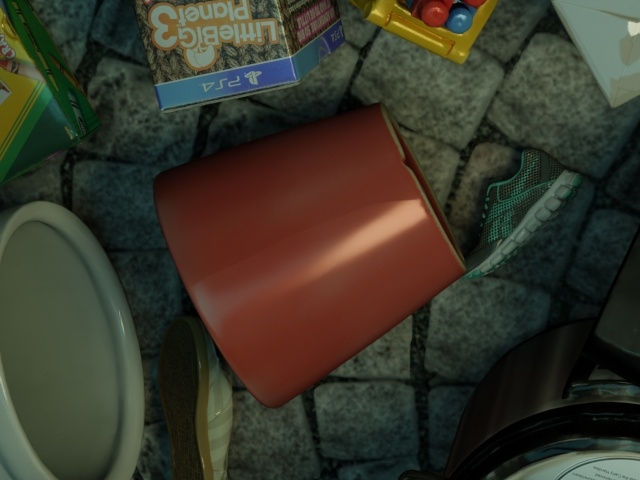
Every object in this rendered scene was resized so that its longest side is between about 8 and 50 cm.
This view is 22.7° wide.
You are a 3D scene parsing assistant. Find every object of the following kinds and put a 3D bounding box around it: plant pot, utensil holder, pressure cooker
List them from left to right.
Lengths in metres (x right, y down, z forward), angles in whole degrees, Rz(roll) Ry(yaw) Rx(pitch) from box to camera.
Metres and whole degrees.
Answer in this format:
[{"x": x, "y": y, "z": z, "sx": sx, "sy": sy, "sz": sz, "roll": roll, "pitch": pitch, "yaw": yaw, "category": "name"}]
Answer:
[{"x": -0.432, "y": 0.157, "z": 1.707, "sx": 0.385, "sy": 0.327, "sz": 0.328, "roll": -13, "pitch": 103, "yaw": 16, "category": "utensil holder"}, {"x": 0.000, "y": 0.000, "z": 1.614, "sx": 0.243, "sy": 0.275, "sz": 0.275, "roll": -26, "pitch": 100, "yaw": 7, "category": "plant pot"}, {"x": 0.290, "y": 0.299, "z": 1.546, "sx": 0.370, "sy": 0.420, "sz": 0.375, "roll": -26, "pitch": 99, "yaw": 19, "category": "pressure cooker"}]

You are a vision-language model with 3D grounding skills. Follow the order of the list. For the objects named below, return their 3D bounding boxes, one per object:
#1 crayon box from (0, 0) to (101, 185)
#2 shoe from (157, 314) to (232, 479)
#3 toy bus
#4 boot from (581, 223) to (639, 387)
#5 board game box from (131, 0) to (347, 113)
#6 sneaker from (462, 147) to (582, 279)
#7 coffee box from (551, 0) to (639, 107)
[{"x": -0.381, "y": -0.199, "z": 1.716, "sx": 0.165, "sy": 0.081, "sz": 0.278, "roll": -27, "pitch": 100, "yaw": 18, "category": "crayon box"}, {"x": -0.137, "y": 0.187, "z": 1.800, "sx": 0.076, "sy": 0.058, "sz": 0.219, "roll": 9, "pitch": 106, "yaw": 42, "category": "shoe"}, {"x": 0.125, "y": -0.280, "z": 1.502, "sx": 0.149, "sy": 0.211, "sz": 0.220, "roll": 24, "pitch": 109, "yaw": -15, "category": "toy bus"}, {"x": 0.480, "y": -0.020, "z": 1.408, "sx": 0.367, "sy": 0.445, "sz": 0.146, "roll": 20, "pitch": 155, "yaw": 23, "category": "boot"}, {"x": -0.094, "y": -0.298, "z": 1.547, "sx": 0.141, "sy": 0.232, "sz": 0.291, "roll": -10, "pitch": 104, "yaw": 15, "category": "board game box"}, {"x": 0.195, "y": -0.030, "z": 1.666, "sx": 0.166, "sy": 0.065, "sz": 0.076, "roll": -46, "pitch": 77, "yaw": 17, "category": "sneaker"}, {"x": 0.309, "y": -0.242, "z": 1.445, "sx": 0.168, "sy": 0.297, "sz": 0.119, "roll": -28, "pitch": 102, "yaw": 17, "category": "coffee box"}]
